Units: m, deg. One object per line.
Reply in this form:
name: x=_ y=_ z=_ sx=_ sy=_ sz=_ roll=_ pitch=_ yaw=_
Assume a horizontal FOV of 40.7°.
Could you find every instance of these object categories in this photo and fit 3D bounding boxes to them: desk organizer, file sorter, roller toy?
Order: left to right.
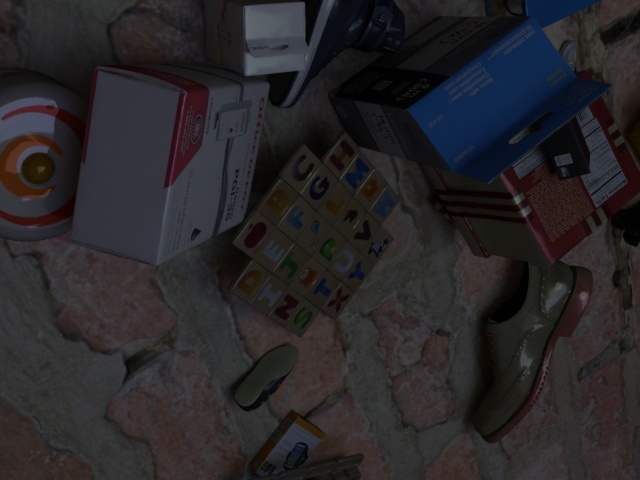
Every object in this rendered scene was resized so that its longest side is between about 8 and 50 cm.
roller toy: x=-0.354 y=-0.102 z=1.027 sx=0.209 sy=0.146 sz=0.191 roll=9 pitch=104 yaw=-35
file sorter: x=0.358 y=-0.425 z=1.390 sx=0.170 sy=0.104 sz=0.118 roll=-27 pitch=123 yaw=-21
desk organizer: x=0.347 y=-0.156 z=1.240 sx=0.130 sy=0.047 sz=0.050 roll=59 pitch=33 yaw=-28

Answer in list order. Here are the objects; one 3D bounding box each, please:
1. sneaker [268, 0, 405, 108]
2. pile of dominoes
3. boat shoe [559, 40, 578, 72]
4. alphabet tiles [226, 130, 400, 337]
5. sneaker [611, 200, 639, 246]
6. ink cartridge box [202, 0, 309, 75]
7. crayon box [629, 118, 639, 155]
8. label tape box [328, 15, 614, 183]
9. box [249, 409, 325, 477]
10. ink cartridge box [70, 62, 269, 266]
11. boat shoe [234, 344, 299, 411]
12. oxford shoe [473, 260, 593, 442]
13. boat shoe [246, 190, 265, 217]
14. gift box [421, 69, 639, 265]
sneaker: x=0.031 y=-0.273 z=1.248 sx=0.163 sy=0.086 sz=0.226 roll=21 pitch=96 yaw=-35
pile of dominoes: x=-0.049 y=0.444 z=1.520 sx=0.251 sy=0.040 sz=0.196 roll=-3 pitch=132 yaw=-32
boat shoe: x=0.444 y=-0.305 z=1.540 sx=0.035 sy=0.035 sz=0.100 roll=-3 pitch=111 yaw=-33
alphabet tiles: x=0.000 y=0.000 z=1.328 sx=0.285 sy=0.011 sz=0.342 roll=-53 pitch=145 yaw=-4
sneaker: x=0.667 y=-0.042 z=1.764 sx=0.170 sy=0.089 sz=0.051 roll=-22 pitch=120 yaw=-24
ink cartridge box: x=-0.083 y=-0.274 z=1.136 sx=0.092 sy=0.143 sz=0.090 roll=-14 pitch=116 yaw=-29
crayon box: x=0.737 y=-0.215 z=1.732 sx=0.202 sy=0.081 sz=0.318 roll=-54 pitch=129 yaw=-11
label tape box: x=0.199 y=-0.215 z=1.223 sx=0.240 sy=0.333 sz=0.106 roll=-37 pitch=118 yaw=-15
box: x=-0.062 y=0.368 z=1.494 sx=0.136 sy=0.028 sz=0.081 roll=-50 pitch=128 yaw=-3
ink cartridge box: x=-0.174 y=-0.107 z=1.064 sx=0.283 sy=0.117 sz=0.207 roll=-38 pitch=141 yaw=-70
boat shoe: x=-0.086 y=0.224 z=1.409 sx=0.133 sy=0.049 sz=0.042 roll=-44 pitch=155 yaw=-19
oxford shoe: x=0.372 y=0.206 z=1.675 sx=0.146 sy=0.140 sz=0.397 roll=22 pitch=103 yaw=-7
boat shoe: x=-0.072 y=-0.035 z=1.301 sx=0.184 sy=0.066 sz=0.063 roll=6 pitch=105 yaw=-45
gift box: x=0.324 y=-0.140 z=1.400 sx=0.255 sy=0.258 sz=0.276 roll=-32 pitch=104 yaw=-16
